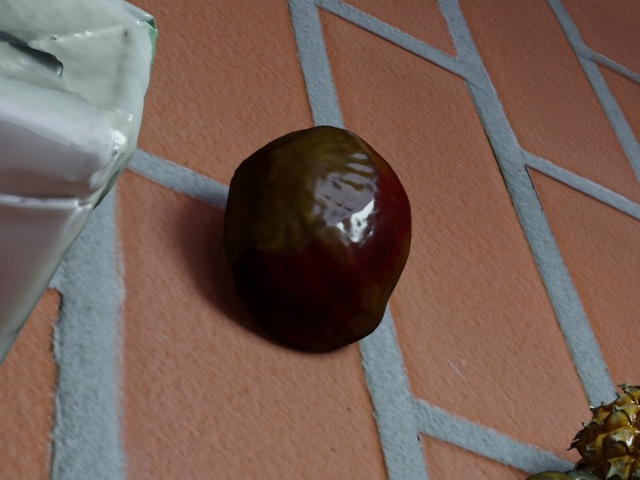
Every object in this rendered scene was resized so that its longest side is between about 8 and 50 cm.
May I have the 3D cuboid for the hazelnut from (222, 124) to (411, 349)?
[{"bbox_3d":[-0.007,-0.004,1.336,0.170,0.160,0.202,21,66,-2],"label":"hazelnut"}]

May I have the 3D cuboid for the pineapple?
[{"bbox_3d":[0.263,0.212,1.303,0.137,0.176,0.161,-19,26,-6],"label":"pineapple"}]

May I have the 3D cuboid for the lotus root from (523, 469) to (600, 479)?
[{"bbox_3d":[0.184,0.244,1.172,0.120,0.120,0.209,37,29,4],"label":"lotus root"}]

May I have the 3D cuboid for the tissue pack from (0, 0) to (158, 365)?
[{"bbox_3d":[-0.277,-0.007,0.783,0.266,0.356,0.194,26,28,-19],"label":"tissue pack"}]
